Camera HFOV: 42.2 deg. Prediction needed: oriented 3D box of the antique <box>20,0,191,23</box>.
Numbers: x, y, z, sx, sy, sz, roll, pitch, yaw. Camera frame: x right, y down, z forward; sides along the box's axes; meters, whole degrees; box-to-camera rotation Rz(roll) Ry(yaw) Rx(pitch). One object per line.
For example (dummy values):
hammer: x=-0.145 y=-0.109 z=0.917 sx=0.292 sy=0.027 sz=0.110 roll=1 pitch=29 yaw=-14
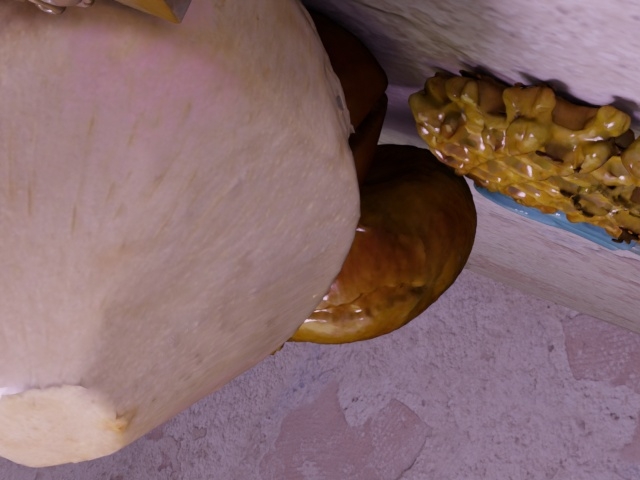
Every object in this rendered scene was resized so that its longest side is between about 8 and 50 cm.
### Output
antique: x=-0.113 y=-0.170 z=0.300 sx=0.152 sy=0.148 sz=0.146 roll=21 pitch=180 yaw=6

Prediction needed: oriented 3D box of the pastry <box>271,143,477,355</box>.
pastry: x=0.000 y=0.000 z=0.901 sx=0.356 sy=0.164 sz=0.356 roll=-13 pitch=-167 yaw=3

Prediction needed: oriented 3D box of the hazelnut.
hazelnut: x=-0.030 y=-0.114 z=0.710 sx=0.208 sy=0.208 sz=0.208 roll=24 pitch=178 yaw=1

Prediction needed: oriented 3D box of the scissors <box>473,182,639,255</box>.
scissors: x=0.398 y=0.013 z=1.003 sx=0.447 sy=0.029 sz=0.192 roll=24 pitch=179 yaw=-2

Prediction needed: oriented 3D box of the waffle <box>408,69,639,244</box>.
waffle: x=0.203 y=-0.062 z=0.726 sx=0.259 sy=0.069 sz=0.293 roll=22 pitch=176 yaw=35

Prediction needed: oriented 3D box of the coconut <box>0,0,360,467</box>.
coconut: x=-0.151 y=-0.040 z=0.497 sx=0.352 sy=0.353 sz=0.352 roll=24 pitch=178 yaw=1
